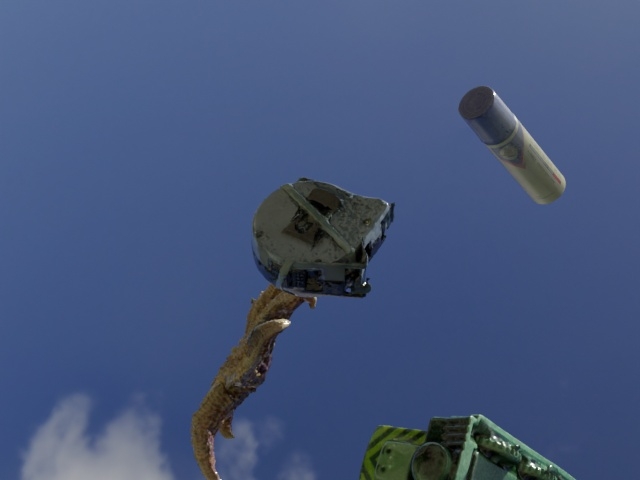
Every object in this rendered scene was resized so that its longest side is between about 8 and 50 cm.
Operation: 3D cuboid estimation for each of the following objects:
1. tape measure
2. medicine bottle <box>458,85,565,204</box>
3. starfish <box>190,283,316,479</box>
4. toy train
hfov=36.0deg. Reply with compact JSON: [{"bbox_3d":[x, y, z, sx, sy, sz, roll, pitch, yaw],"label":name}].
[{"bbox_3d":[-0.002,0.000,0.700,0.094,0.054,0.091,12,-127,12],"label":"tape measure"},{"bbox_3d":[0.278,-0.134,1.417,0.059,0.231,0.059,-23,-132,28],"label":"medicine bottle"},{"bbox_3d":[-0.079,0.138,1.028,0.216,0.071,0.238,-59,175,-37],"label":"starfish"},{"bbox_3d":[0.175,0.298,1.107,0.178,0.330,0.138,-2,-119,42],"label":"toy train"}]
